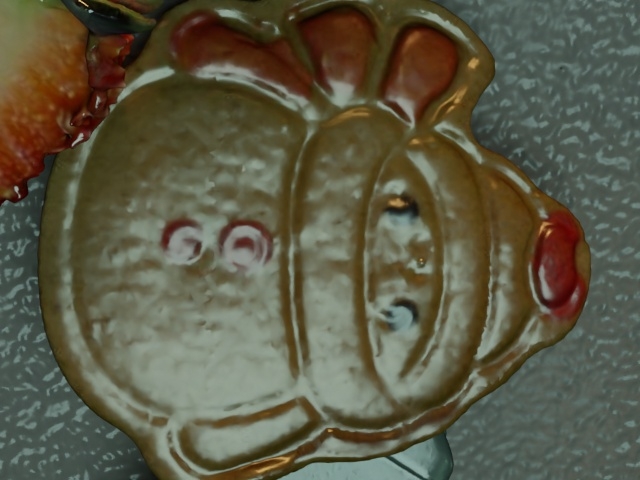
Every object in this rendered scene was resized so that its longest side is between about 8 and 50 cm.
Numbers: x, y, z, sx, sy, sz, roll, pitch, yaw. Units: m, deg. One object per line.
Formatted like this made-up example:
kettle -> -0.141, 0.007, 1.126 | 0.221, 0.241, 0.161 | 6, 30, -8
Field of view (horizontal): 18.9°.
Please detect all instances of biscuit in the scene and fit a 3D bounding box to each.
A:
biscuit -> 0.000, 0.000, 1.319 | 0.381, 0.074, 0.359 | 3, 91, -6

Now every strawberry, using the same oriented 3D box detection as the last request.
strawberry -> -0.248, -0.138, 1.252 | 0.233, 0.138, 0.306 | 43, 128, -10

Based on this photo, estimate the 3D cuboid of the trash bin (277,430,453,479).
trash bin -> -0.019, 0.180, 1.394 | 0.176, 0.101, 0.236 | 33, 83, -12
